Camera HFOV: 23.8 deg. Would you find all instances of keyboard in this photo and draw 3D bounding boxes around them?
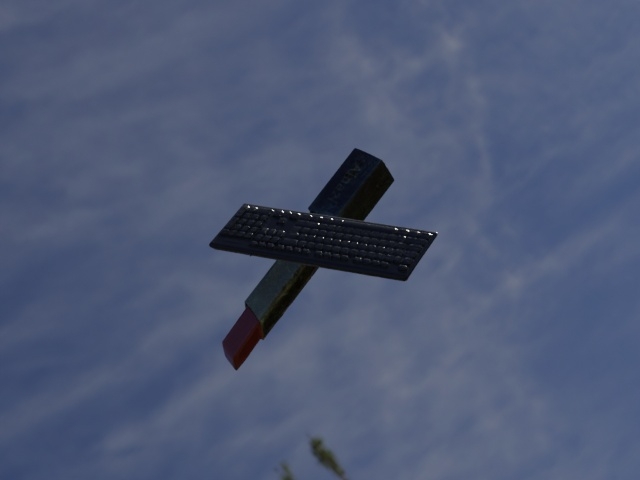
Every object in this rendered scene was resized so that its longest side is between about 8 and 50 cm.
[{"bbox_3d":[0.000,0.000,1.332,0.067,0.202,0.011,-53,-41,-38],"label":"keyboard"}]

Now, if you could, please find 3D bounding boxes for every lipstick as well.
[{"bbox_3d":[-0.025,0.023,1.869,0.312,0.051,0.051,-52,-36,-13],"label":"lipstick"}]
